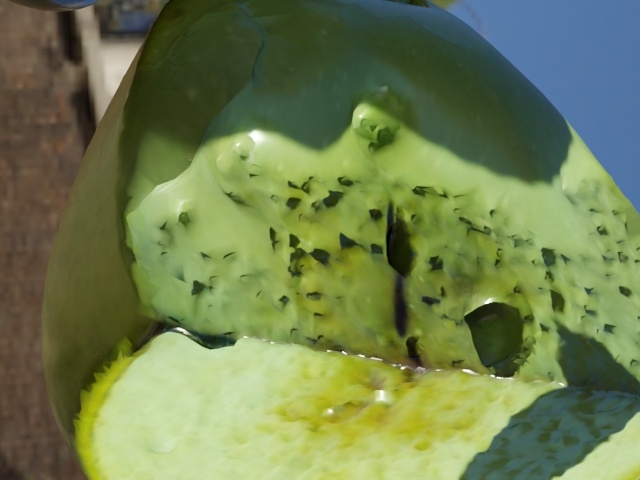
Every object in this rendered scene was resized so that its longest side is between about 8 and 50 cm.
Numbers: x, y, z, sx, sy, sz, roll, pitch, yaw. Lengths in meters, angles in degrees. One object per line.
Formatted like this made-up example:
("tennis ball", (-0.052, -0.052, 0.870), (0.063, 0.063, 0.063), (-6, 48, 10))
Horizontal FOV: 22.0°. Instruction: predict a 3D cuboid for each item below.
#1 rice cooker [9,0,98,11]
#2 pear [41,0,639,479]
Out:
("rice cooker", (-0.151, -0.307, 0.861), (0.325, 0.335, 0.335), (-41, -138, 15))
("pear", (0.000, 0.000, 0.889), (0.238, 0.342, 0.318), (-49, -140, 42))
